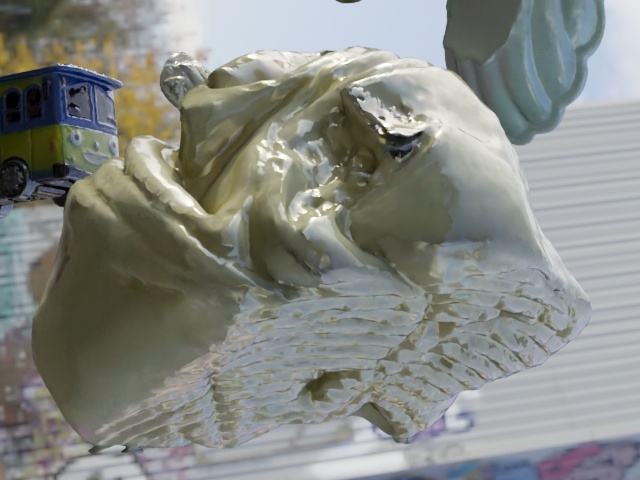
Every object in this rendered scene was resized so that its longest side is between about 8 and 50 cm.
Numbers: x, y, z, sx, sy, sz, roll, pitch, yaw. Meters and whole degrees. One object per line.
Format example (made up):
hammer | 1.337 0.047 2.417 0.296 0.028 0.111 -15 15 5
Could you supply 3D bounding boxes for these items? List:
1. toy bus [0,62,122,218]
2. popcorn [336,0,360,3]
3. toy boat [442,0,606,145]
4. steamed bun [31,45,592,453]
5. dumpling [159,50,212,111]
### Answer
toy bus | -0.405 -0.127 1.874 0.138 0.287 0.175 11 74 -61
popcorn | 0.056 -0.474 1.926 0.312 0.312 0.312 173 -90 -78
toy boat | 0.206 -0.241 1.478 0.199 0.100 0.290 45 -61 47
steamed bun | -0.010 -0.001 0.868 0.275 0.320 0.206 -49 -130 44
dumpling | -0.144 -0.170 1.583 0.057 0.052 0.076 -21 113 -60
